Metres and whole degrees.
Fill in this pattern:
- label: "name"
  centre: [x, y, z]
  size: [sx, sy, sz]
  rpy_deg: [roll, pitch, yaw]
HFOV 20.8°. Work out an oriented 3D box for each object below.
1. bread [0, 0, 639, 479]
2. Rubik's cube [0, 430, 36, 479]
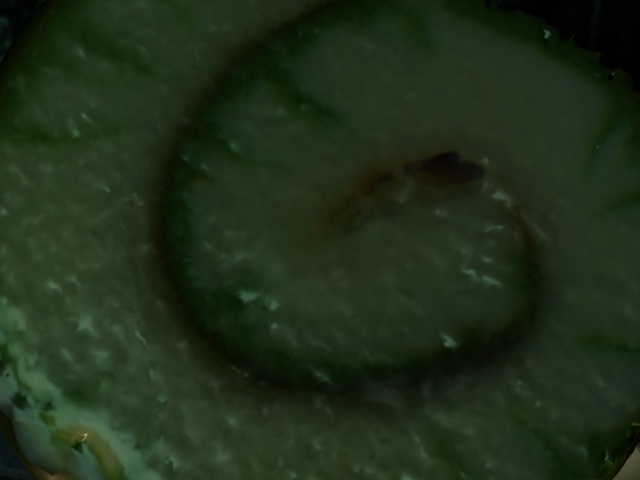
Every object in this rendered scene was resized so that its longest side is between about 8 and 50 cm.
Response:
- label: "bread"
  centre: [0.000, 0.000, 0.898]
  size: [0.366, 0.129, 0.382]
  rpy_deg: [-11, 85, -4]
- label: "Rubik's cube"
  centre: [-0.191, 0.128, 1.028]
  size: [0.205, 0.205, 0.207]
  rpy_deg: [51, 130, 0]
